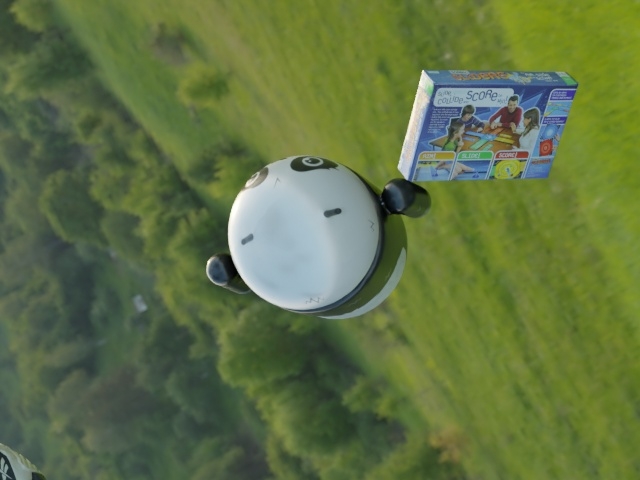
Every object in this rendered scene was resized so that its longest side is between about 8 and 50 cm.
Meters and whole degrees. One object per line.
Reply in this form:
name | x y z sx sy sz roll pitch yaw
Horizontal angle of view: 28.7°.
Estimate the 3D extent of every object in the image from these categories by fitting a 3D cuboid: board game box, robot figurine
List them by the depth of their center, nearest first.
robot figurine | 0.001 -0.003 1.398 0.174 0.209 0.278 30 -178 17
board game box | 0.204 -0.139 1.519 0.035 0.201 0.136 -122 38 -49

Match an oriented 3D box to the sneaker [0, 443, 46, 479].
sneaker | -0.326 0.311 1.290 0.235 0.094 0.153 58 -177 -2
